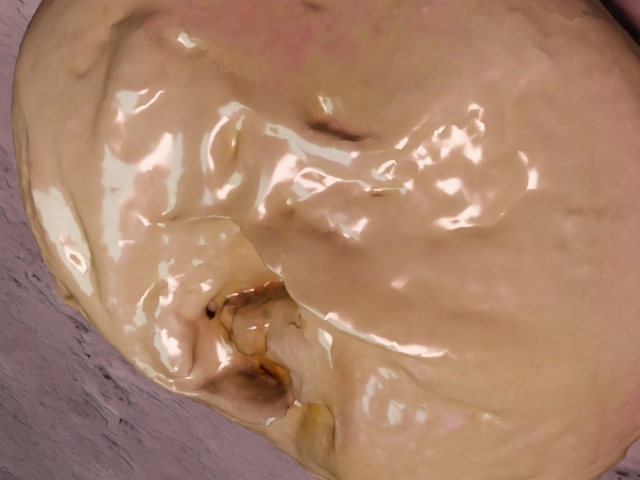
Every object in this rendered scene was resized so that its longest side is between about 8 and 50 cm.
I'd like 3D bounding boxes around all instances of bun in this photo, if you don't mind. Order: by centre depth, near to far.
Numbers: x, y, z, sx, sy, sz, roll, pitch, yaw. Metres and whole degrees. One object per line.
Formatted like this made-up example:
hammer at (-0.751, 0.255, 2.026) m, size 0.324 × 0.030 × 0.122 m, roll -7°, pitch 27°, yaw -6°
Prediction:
bun at (0.000, 0.000, 0.689) m, size 0.361 × 0.213 × 0.361 m, roll 26°, pitch 143°, yaw 21°
